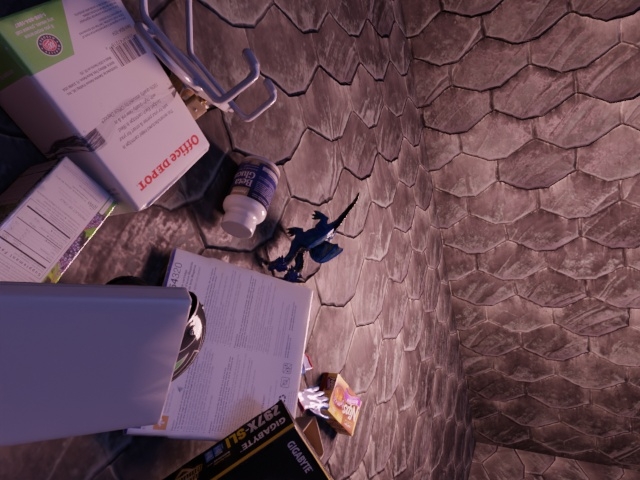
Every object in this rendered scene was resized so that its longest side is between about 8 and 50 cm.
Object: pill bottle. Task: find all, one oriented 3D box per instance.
[{"bbox_3d":[-0.154,-0.093,0.912,0.094,0.094,0.169,49,47,-45],"label":"pill bottle"}]

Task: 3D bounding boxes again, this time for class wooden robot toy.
[{"bbox_3d":[-0.261,-0.260,0.774,0.173,0.079,0.076,56,8,32],"label":"wooden robot toy"}]

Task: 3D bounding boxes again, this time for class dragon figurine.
[{"bbox_3d":[0.000,0.000,1.056,0.085,0.290,0.144,62,1,-38],"label":"dragon figurine"}]

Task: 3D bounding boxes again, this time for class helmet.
[{"bbox_3d":[-0.262,0.143,0.635,0.162,0.170,0.169,31,59,-31],"label":"helmet"}]

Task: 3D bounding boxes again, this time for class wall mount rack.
[{"bbox_3d":[-0.211,-0.359,0.725,0.304,0.131,0.350,51,7,-5],"label":"wall mount rack"}]

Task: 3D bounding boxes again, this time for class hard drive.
[{"bbox_3d":[-0.321,0.140,0.467,0.308,0.040,0.202,7,112,-35],"label":"hard drive"}]

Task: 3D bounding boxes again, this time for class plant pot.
[{"bbox_3d":[-0.068,0.483,0.986,0.109,0.097,0.108,-32,114,-57],"label":"plant pot"}]

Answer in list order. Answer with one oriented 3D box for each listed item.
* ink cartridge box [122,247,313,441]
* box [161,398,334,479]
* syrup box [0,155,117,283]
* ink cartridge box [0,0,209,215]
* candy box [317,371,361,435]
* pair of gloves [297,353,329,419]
[{"bbox_3d":[-0.179,0.213,0.825,0.331,0.072,0.323,22,66,-32],"label":"ink cartridge box"},{"bbox_3d":[-0.110,0.489,0.795,0.257,0.079,0.321,-29,121,-12],"label":"box"},{"bbox_3d":[-0.380,0.011,0.528,0.096,0.093,0.236,55,43,-41],"label":"syrup box"},{"bbox_3d":[-0.322,-0.199,0.626,0.272,0.115,0.198,63,38,-32],"label":"ink cartridge box"},{"bbox_3d":[0.053,0.479,1.228,0.186,0.053,0.109,58,41,-36],"label":"candy box"},{"bbox_3d":[-0.036,0.346,1.033,0.198,0.023,0.159,60,13,27],"label":"pair of gloves"}]
